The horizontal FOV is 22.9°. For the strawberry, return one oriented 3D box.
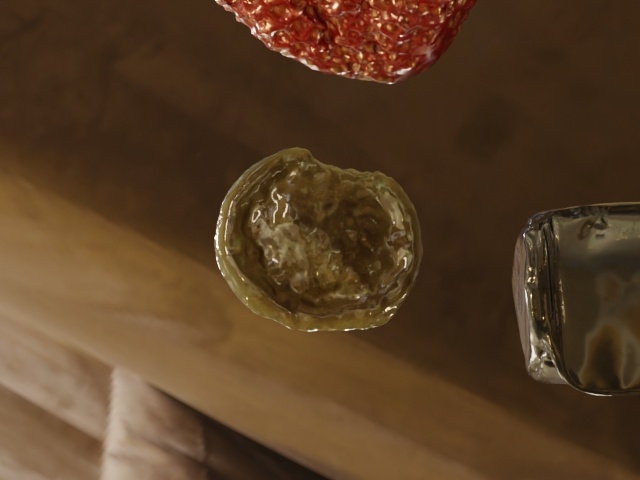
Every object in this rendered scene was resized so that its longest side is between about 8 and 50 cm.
[{"bbox_3d":[0.037,-0.266,1.212,0.250,0.238,0.288,-5,112,44],"label":"strawberry"}]

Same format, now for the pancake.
[{"bbox_3d":[0.001,0.000,1.789,0.236,0.222,0.042,34,162,-1],"label":"pancake"}]

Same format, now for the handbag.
[{"bbox_3d":[0.349,0.067,1.607,0.302,0.178,0.275,-3,167,6],"label":"handbag"}]
